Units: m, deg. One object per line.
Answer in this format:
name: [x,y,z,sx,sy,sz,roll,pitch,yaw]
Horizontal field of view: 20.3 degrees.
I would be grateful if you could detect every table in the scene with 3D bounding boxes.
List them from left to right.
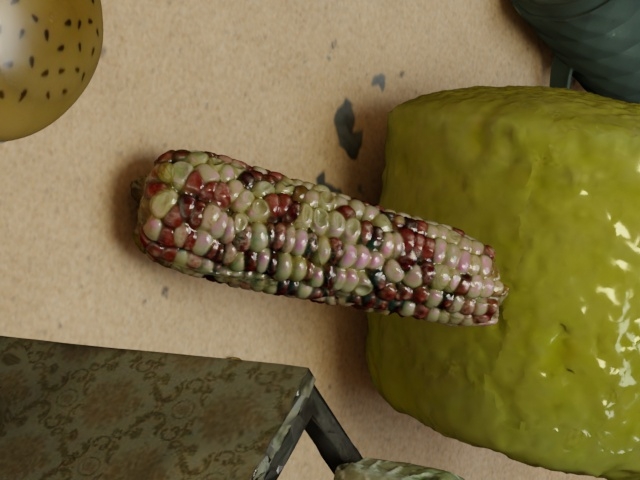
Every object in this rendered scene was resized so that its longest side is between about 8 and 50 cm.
table: [-0.130,0.226,1.025,0.222,0.335,0.272,-60,137,-31]

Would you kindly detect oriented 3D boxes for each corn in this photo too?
corn: [0.000,0.000,1.276,0.092,0.280,0.092,-168,-90,-82]

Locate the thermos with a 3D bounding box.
thermos: [0.289,-0.194,1.737,0.182,0.145,0.286,-47,139,1]

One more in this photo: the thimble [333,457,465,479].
thimble: [0.044,0.160,0.920,0.084,0.062,0.110,-52,133,-37]

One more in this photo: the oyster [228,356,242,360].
oyster: [-0.060,0.140,1.374,0.051,0.034,0.093,-48,126,-50]

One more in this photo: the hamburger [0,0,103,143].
hamburger: [-0.207,-0.131,1.055,0.175,0.137,0.175,-2,93,-51]

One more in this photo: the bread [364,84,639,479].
bread: [0.200,0.030,1.475,0.348,0.348,0.308,4,100,-54]
